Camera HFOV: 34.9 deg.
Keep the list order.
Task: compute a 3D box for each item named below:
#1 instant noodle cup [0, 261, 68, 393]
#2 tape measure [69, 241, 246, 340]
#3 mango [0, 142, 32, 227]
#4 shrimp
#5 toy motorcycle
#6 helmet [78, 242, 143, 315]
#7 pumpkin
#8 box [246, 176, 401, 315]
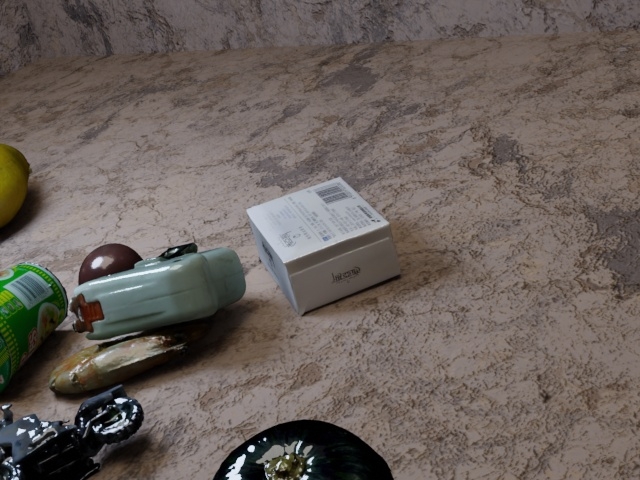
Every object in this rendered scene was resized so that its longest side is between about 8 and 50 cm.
[{"bbox_3d":[-0.578,0.144,1.834,0.207,0.207,0.232,-3,21,23],"label":"instant noodle cup"},{"bbox_3d":[-0.275,0.082,1.791,0.243,0.125,0.246,-12,6,26],"label":"tape measure"},{"bbox_3d":[-0.859,-0.135,2.525,0.302,0.220,0.445,-10,22,15],"label":"mango"},{"bbox_3d":[-0.327,0.192,1.745,0.295,0.062,0.154,-15,19,4],"label":"shrimp"},{"bbox_3d":[-0.400,0.296,1.518,0.271,0.106,0.159,-28,34,-18],"label":"toy motorcycle"},{"bbox_3d":[-0.418,0.067,2.000,0.155,0.106,0.175,7,37,39],"label":"helmet"},{"bbox_3d":[-0.021,0.317,1.196,0.233,0.163,0.233,-13,27,7],"label":"pumpkin"},{"bbox_3d":[0.000,0.002,1.887,0.203,0.116,0.274,-20,26,-11],"label":"box"}]
